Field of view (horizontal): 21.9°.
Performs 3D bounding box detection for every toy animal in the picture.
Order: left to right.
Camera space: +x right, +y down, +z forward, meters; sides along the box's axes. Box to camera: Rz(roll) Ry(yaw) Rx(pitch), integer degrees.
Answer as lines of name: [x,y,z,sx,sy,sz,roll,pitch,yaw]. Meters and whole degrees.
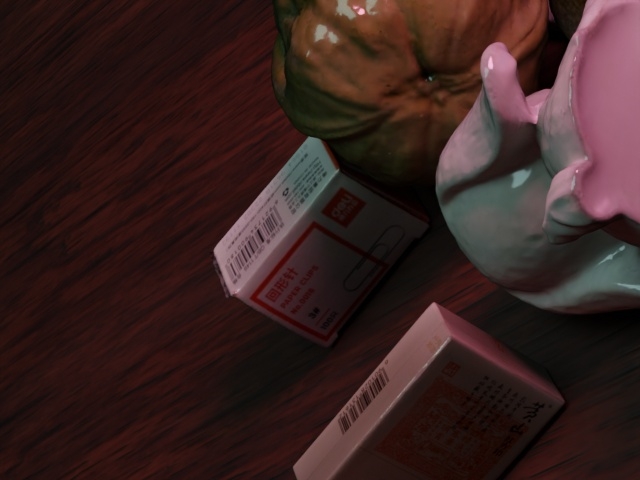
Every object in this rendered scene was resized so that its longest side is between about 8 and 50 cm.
toy animal: [0.200,-0.047,1.347,0.206,0.272,0.265,-48,11,-27]

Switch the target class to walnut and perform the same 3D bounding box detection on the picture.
walnut: [0.077,-0.197,1.565,0.253,0.282,0.277,-48,36,13]

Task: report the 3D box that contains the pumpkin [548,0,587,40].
pumpkin: [0.259,-0.303,1.490,0.169,0.148,0.312,-17,46,23]

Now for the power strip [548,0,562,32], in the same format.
power strip: [0.227,-0.239,1.623,0.252,0.027,0.060,26,87,57]

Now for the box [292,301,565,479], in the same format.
box: [0.090,0.166,1.409,0.201,0.141,0.058,-50,29,15]

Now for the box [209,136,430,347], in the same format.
box: [0.000,0.000,1.665,0.182,0.133,0.099,-49,34,16]
